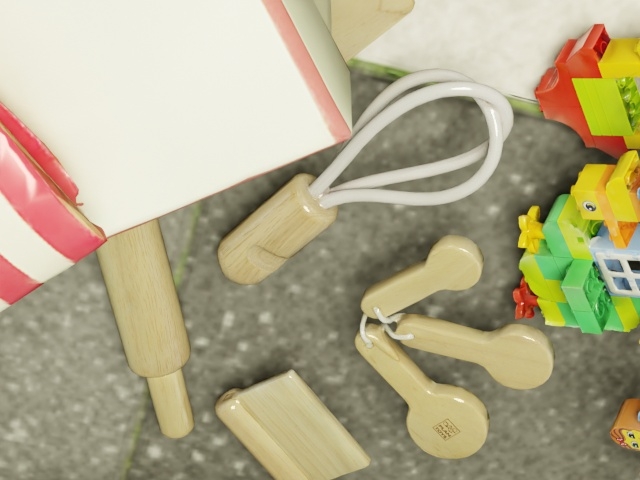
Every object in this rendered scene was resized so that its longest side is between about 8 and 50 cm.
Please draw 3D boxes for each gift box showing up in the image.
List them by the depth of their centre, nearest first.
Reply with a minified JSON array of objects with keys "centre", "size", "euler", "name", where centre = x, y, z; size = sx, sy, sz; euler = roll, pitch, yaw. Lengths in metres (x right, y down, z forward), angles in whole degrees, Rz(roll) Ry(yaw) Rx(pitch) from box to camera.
[{"centre":[-0.149,-0.104,0.510],"size":[0.276,0.258,0.255],"euler":[-27,117,14],"name":"gift box"}]

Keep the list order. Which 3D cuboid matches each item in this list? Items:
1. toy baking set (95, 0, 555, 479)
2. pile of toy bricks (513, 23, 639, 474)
[{"centre":[-0.006,0.002,0.684],"size":[0.197,0.030,0.256],"euler":[-5,121,18],"name":"toy baking set"},{"centre":[0.129,0.019,0.687],"size":[0.105,0.118,0.212],"euler":[4,137,35],"name":"pile of toy bricks"}]
